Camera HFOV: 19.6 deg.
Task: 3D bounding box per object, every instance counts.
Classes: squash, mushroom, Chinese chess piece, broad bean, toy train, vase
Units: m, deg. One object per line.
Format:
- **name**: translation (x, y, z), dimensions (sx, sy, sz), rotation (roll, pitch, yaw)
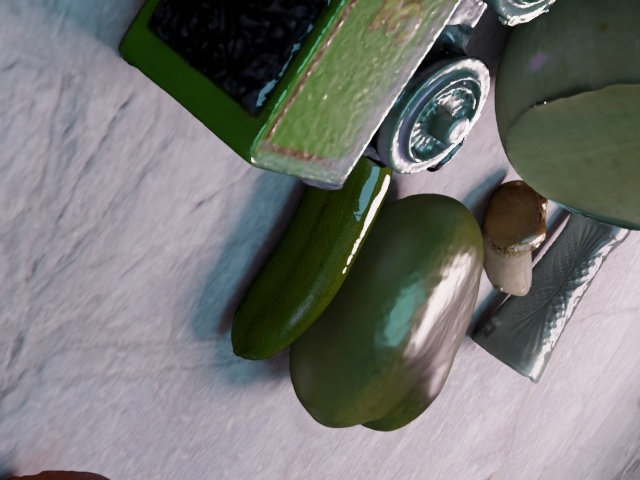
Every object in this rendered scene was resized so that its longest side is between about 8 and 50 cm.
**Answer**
- **squash**: translation (0.000, 0.000, 1.569), dimensions (0.069, 0.069, 0.258), rotation (-12, 136, -59)
- **mushroom**: translation (0.210, 0.006, 2.015), dimensions (0.209, 0.071, 0.084), rotation (80, 19, -67)
- **Chinese chess piece**: translation (0.333, -0.132, 1.678), dimensions (0.349, 0.349, 0.146), rotation (74, 23, -65)
- **broad bean**: translation (0.065, 0.077, 1.754), dimensions (0.238, 0.119, 0.291), rotation (-40, 155, -28)
- **toy train**: translation (0.032, -0.180, 1.226), dimensions (0.307, 0.173, 0.249), rotation (-57, 150, 13)
- **vase**: translation (0.279, 0.054, 2.202), dimensions (0.219, 0.096, 0.096), rotation (-56, 159, 2)

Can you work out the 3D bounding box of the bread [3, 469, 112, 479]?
- **bread**: translation (-0.246, 0.298, 1.468), dimensions (0.190, 0.123, 0.244), rotation (-21, 143, -50)
